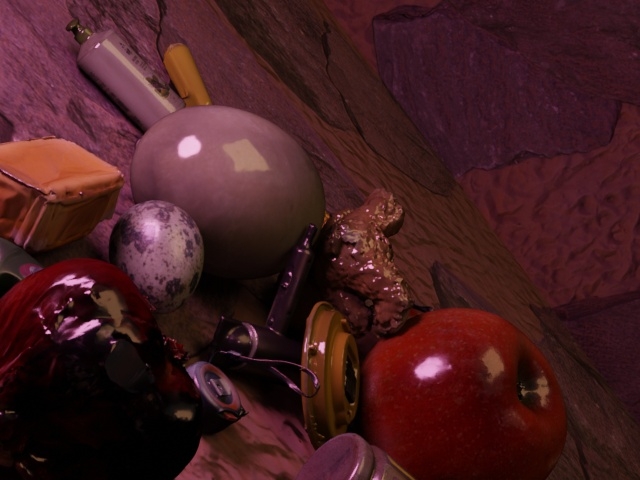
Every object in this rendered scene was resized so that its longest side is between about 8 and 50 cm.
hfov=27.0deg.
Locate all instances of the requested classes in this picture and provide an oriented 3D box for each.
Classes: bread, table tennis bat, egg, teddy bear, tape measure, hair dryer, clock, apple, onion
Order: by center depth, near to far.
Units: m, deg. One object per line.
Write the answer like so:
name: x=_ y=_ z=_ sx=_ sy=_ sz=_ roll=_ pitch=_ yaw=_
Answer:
onion: x=-0.246 y=0.160 z=1.439 sx=0.281 sy=0.221 sz=0.281 roll=17 pitch=66 yaw=-43
bread: x=-0.359 y=-0.059 z=1.724 sx=0.136 sy=0.107 sz=0.241 roll=32 pitch=16 yaw=9
tape measure: x=-0.103 y=0.189 z=1.786 sx=0.104 sy=0.180 sz=0.107 roll=70 pitch=20 yaw=5
egg: x=-0.227 y=0.024 z=1.856 sx=0.132 sy=0.132 sz=0.172 roll=29 pitch=38 yaw=-47
hair dryer: x=-0.068 y=0.084 z=1.984 sx=0.078 sy=0.248 sz=0.195 roll=15 pitch=-6 yaw=37
clock: x=0.024 y=0.207 z=2.023 sx=0.237 sy=0.057 sz=0.237 roll=-2 pitch=90 yaw=-76
egg: x=-0.138 y=-0.072 z=2.051 sx=0.352 sy=0.258 sz=0.258 roll=33 pitch=25 yaw=-47
apple: x=0.226 y=0.276 z=2.148 sx=0.348 sy=0.277 sz=0.348 roll=38 pitch=40 yaw=-41
teddy bear: x=0.025 y=0.063 z=2.190 sx=0.156 sy=0.256 sz=0.267 roll=16 pitch=48 yaw=-28
table tennis bat: x=-0.214 y=-0.219 z=2.484 sx=0.224 sy=0.054 sz=0.368 roll=18 pitch=41 yaw=-55

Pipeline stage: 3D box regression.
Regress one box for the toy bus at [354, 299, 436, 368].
toy bus: x=0.135 y=0.184 z=2.396 sx=0.303 sy=0.127 sz=0.147 roll=22 pitch=37 yaw=-55

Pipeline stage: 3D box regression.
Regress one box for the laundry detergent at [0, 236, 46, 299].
laundry detergent: x=-0.354 y=0.070 z=1.584 sx=0.211 sy=0.063 sz=0.137 roll=49 pitch=25 yaw=-4

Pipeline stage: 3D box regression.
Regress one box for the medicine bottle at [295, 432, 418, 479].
medicine bottle: x=0.115 y=0.417 z=1.869 sx=0.322 sy=0.151 sz=0.151 roll=43 pitch=20 yaw=-21

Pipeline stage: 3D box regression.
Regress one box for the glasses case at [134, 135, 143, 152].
glasses case: x=-0.201 y=-0.142 z=2.288 sx=0.114 sy=0.060 sz=0.299 roll=56 pitch=26 yaw=7

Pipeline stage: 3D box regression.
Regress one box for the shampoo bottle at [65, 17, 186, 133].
shampoo bottle: x=-0.336 y=-0.282 z=2.246 sx=0.234 sy=0.087 sz=0.118 roll=46 pitch=7 yaw=-14

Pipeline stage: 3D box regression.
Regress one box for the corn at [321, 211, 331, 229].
corn: x=0.000 y=0.000 z=2.475 sx=0.291 sy=0.101 sz=0.101 roll=53 pitch=19 yaw=9
